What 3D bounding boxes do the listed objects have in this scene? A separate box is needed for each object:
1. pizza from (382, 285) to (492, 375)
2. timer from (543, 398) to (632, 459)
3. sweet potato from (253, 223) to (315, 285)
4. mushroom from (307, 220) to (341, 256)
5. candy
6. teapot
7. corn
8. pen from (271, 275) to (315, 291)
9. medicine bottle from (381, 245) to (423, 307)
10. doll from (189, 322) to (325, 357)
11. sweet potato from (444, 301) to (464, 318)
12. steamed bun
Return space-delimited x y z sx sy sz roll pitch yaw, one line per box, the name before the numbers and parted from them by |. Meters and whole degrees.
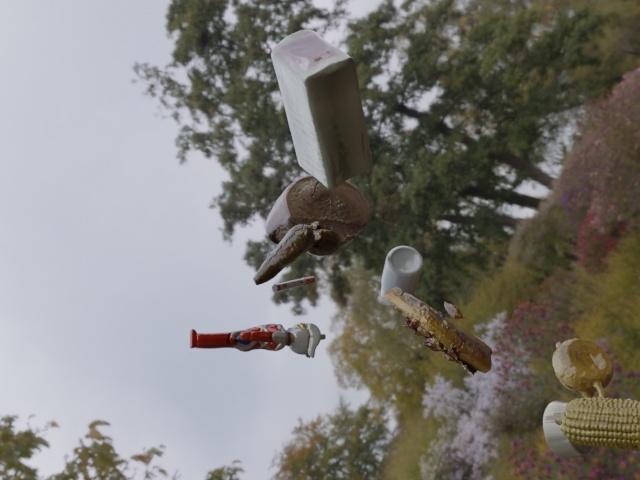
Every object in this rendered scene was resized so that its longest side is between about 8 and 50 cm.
pizza | 0.271 0.214 1.574 0.086 0.305 0.161 -55 -23 -2
timer | 0.820 0.550 1.969 0.175 0.266 0.175 15 -115 -35
sweet potato | -0.101 0.039 1.830 0.273 0.075 0.075 -42 0 39
mushroom | 0.000 0.000 1.979 0.127 0.127 0.087 64 -145 -61
candy | 0.004 -0.326 1.688 0.145 0.208 0.359 -27 -48 -15
teapot | 0.923 0.473 2.370 0.311 0.203 0.167 -105 20 -46
corn | 0.702 0.426 1.553 0.119 0.321 0.119 13 -107 -50
pen | -0.085 0.142 2.204 0.239 0.028 0.028 -7 -65 -60
medicine bottle | 0.303 0.143 2.533 0.144 0.144 0.252 -55 -18 -34
doll | -0.171 0.275 1.861 0.188 0.383 0.099 148 124 -72
sweet potato | 0.440 0.234 2.210 0.034 0.095 0.034 -18 -52 -25
steamed bun | -0.015 -0.099 2.143 0.251 0.301 0.199 138 133 -60
